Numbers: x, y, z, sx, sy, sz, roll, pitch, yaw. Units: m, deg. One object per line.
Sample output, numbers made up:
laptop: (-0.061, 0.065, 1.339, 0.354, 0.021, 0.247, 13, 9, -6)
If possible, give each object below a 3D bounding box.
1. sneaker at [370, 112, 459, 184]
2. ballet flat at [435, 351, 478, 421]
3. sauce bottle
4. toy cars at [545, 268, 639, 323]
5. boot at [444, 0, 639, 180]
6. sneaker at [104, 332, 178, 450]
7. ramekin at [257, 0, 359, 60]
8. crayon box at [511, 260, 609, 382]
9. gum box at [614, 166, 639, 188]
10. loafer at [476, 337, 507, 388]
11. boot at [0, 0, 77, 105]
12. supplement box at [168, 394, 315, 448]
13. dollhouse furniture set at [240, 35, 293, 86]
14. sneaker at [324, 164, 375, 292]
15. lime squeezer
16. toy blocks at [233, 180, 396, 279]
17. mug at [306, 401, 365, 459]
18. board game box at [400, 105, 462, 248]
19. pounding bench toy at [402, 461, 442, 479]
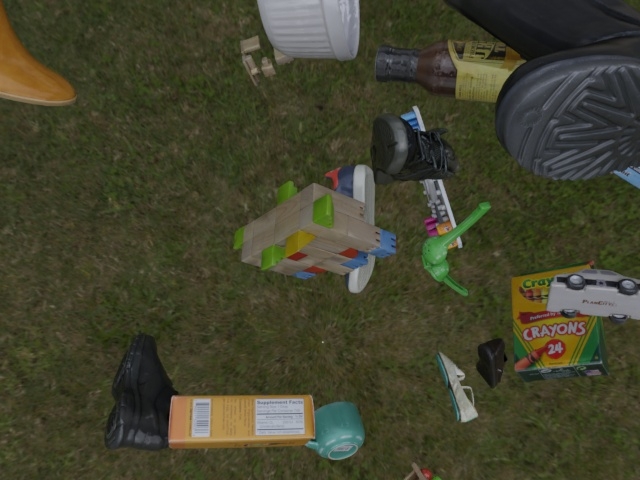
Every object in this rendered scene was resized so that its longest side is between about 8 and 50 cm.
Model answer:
sneaker: (0.140, -0.134, 0.838, 0.130, 0.227, 0.087, -9, 83, 3)
ballet flat: (0.307, 0.325, 1.302, 0.052, 0.057, 0.168, -12, 55, -2)
sauce bottle: (0.276, -0.319, 1.091, 0.344, 0.111, 0.111, 9, 80, 14)
toy cars: (0.622, 0.054, 1.103, 0.176, 0.394, 0.087, 41, 40, -21)
boot: (0.289, -0.278, 0.779, 0.367, 0.146, 0.445, -3, 47, -24)
sneaker: (-0.337, 0.298, 1.134, 0.130, 0.286, 0.109, 22, 117, -23)
ramekin: (-0.015, -0.348, 0.787, 0.109, 0.207, 0.207, -2, 80, 12)
crayon box: (0.594, 0.186, 1.466, 0.202, 0.081, 0.318, -15, 49, 32)
gum box: (0.665, -0.192, 1.273, 0.157, 0.041, 0.184, 34, 39, 7)
loafer: (0.495, 0.348, 1.641, 0.078, 0.220, 0.080, -29, 53, -8)
boot: (-0.475, -0.330, 0.819, 0.295, 0.104, 0.211, 17, 114, -24)
supplement box: (-0.130, 0.299, 0.960, 0.233, 0.078, 0.080, 5, 63, -12)
dollhouse furniture set: (-0.146, -0.539, 1.764, 0.151, 0.123, 0.144, -16, 54, 10)
sneaker: (0.066, -0.032, 1.604, 0.148, 0.131, 0.350, 1, 88, 23)
lime squeezer: (0.247, 0.030, 1.125, 0.110, 0.310, 0.059, -22, 55, -9)
toy blocks: (0.000, 0.000, 1.377, 0.261, 0.381, 0.190, 19, 61, -34)
mug: (0.029, 0.470, 1.399, 0.158, 0.129, 0.097, -24, 47, 3)
board game box: (0.303, -0.174, 1.695, 0.050, 0.390, 0.390, -19, 93, 6)
pounding bench toy: (0.131, 0.322, 0.706, 0.065, 0.052, 0.083, -46, 115, 2)
